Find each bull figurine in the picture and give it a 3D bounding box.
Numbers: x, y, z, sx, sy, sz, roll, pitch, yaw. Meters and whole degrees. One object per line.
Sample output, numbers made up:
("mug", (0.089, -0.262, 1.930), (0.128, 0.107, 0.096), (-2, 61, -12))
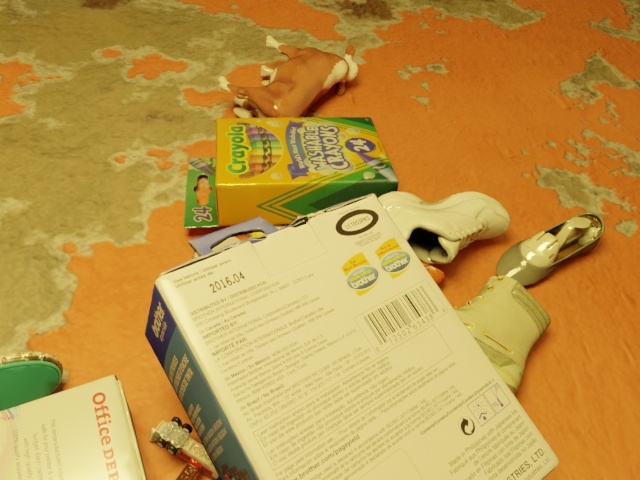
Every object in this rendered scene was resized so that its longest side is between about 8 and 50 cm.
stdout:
("bull figurine", (-0.055, -0.318, 1.073), (0.188, 0.101, 0.310), (21, 46, 17))

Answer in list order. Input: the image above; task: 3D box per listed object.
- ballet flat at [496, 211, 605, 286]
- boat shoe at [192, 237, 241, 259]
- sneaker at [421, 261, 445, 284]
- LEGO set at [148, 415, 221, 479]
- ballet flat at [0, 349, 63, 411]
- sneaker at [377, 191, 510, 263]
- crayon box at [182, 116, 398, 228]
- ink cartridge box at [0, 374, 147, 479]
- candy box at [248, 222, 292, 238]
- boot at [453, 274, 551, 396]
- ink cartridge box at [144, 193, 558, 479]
("ballet flat", (0.361, 0.005, 0.851), (0.213, 0.068, 0.072), (-22, 54, -25))
("boat shoe", (-0.067, 0.111, 0.681), (0.267, 0.088, 0.096), (43, 54, 6))
("sneaker", (0.096, 0.058, 0.782), (0.175, 0.064, 0.068), (2, 83, -14))
("LEGO set", (-0.080, 0.265, 0.581), (0.182, 0.060, 0.244), (-1, 48, -24))
("ballet flat", (-0.406, 0.179, 0.579), (0.241, 0.091, 0.077), (-28, 34, -33))
("sneaker", (0.190, -0.008, 0.814), (0.232, 0.090, 0.115), (-3, 43, -16))
("crayon box", (-0.057, -0.117, 0.877), (0.322, 0.083, 0.203), (-3, 41, -8))
("ink cartridge box", (-0.280, 0.245, 0.524), (0.212, 0.093, 0.154), (-17, 53, -20))
("candy box", (0.000, 0.000, 0.834), (0.205, 0.027, 0.105), (-11, 46, -18))
("boot", (0.193, 0.099, 0.736), (0.213, 0.077, 0.165), (35, 53, 16))
("ink cartridge box", (0.005, 0.126, 0.553), (0.269, 0.151, 0.396), (-22, 72, -32))
